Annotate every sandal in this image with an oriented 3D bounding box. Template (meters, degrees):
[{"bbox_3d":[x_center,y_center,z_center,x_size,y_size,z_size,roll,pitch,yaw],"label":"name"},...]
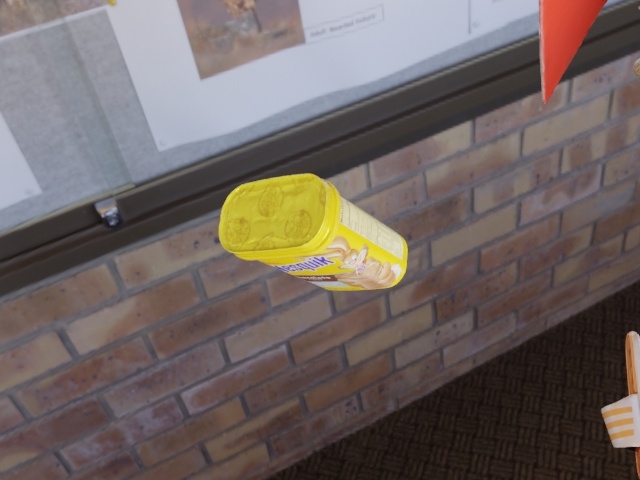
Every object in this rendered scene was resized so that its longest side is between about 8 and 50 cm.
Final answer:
[{"bbox_3d":[0.547,0.295,1.151,0.076,0.102,0.265,-2,62,18],"label":"sandal"}]

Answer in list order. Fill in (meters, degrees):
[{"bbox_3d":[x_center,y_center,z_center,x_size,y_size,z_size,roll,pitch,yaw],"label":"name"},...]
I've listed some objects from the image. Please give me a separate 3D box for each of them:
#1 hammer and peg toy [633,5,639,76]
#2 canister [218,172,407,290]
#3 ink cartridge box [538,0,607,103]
[{"bbox_3d":[0.459,-0.316,0.651,0.361,0.127,0.266,-28,-5,-35],"label":"hammer and peg toy"},{"bbox_3d":[0.000,0.000,0.650,0.126,0.170,0.074,-6,70,34],"label":"canister"},{"bbox_3d":[0.230,-0.266,0.258,0.091,0.308,0.385,34,84,26],"label":"ink cartridge box"}]
